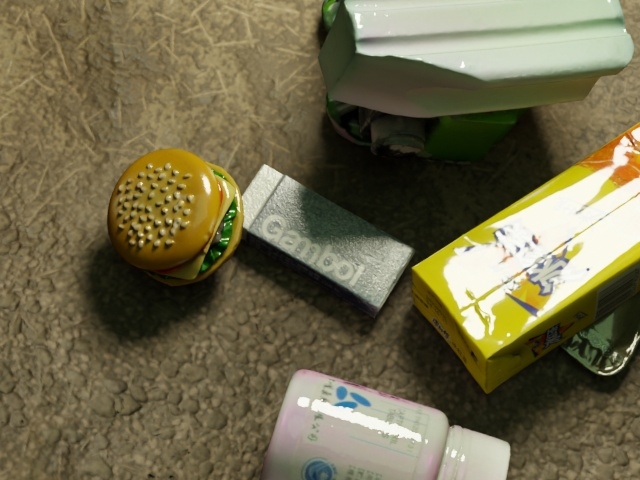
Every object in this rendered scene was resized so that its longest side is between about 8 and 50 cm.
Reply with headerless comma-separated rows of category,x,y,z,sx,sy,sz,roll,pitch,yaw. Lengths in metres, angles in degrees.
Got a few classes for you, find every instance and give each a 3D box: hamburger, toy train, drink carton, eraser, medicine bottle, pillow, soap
hamburger,-0.169,-0.027,1.667,0.162,0.115,0.162,-7,73,24
toy train,0.138,-0.238,1.765,0.249,0.173,0.307,4,69,-13
drink carton,0.290,0.014,1.686,0.351,0.111,0.154,-32,62,-11
eraser,0.000,0.000,1.722,0.212,0.046,0.092,31,70,7
medicine bottle,0.070,0.245,1.580,0.254,0.152,0.152,17,69,3
pillow,0.362,0.059,1.736,0.130,0.033,0.217,39,72,16
soap,0.167,-0.253,1.625,0.347,0.115,0.208,-8,73,-23
